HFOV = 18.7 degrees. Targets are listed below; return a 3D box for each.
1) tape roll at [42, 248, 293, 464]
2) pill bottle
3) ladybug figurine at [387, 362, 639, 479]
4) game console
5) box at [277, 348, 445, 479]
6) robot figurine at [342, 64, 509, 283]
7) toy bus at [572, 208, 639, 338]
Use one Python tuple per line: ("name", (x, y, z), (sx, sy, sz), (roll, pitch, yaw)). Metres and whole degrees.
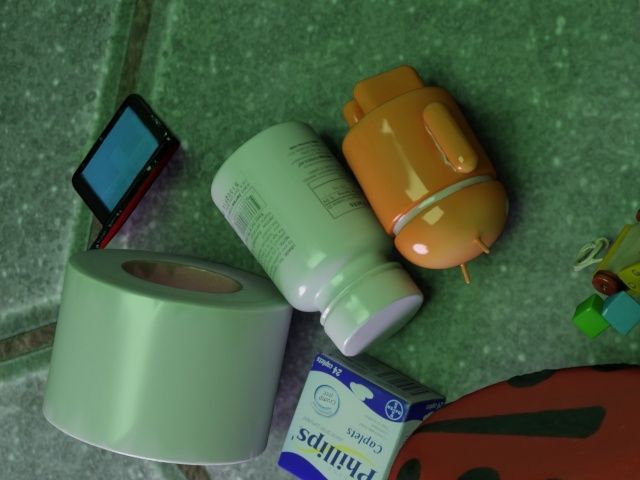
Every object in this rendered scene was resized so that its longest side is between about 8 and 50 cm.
("tape roll", (-0.160, 0.118, 2.048), (0.246, 0.246, 0.169), (16, 102, 32))
("pill bottle", (0.000, 0.000, 2.004), (0.131, 0.131, 0.229), (-47, 68, 26))
("ladybug figurine", (0.231, 0.225, 1.761), (0.449, 0.305, 0.162), (-9, 123, 34))
("game console", (-0.233, -0.074, 2.183), (0.085, 0.124, 0.144), (36, 114, -2))
("box", (0.041, 0.199, 2.023), (0.126, 0.072, 0.137), (27, 108, 30))
("robot figurine", (0.105, -0.064, 1.936), (0.158, 0.128, 0.219), (-37, 72, 26))
("toy bus", (0.336, 0.025, 1.797), (0.104, 0.202, 0.191), (43, 110, -9))
